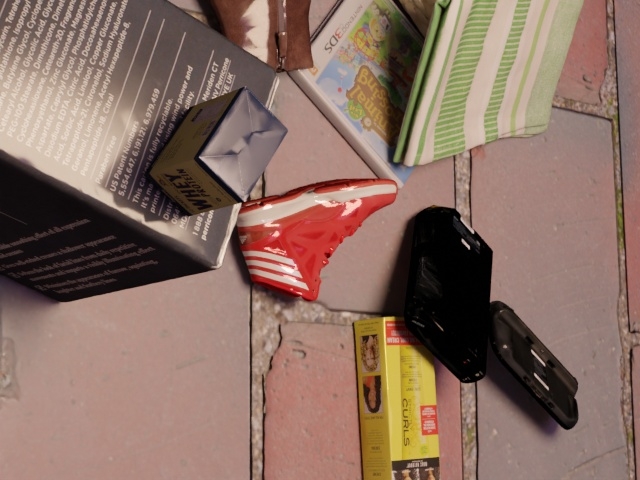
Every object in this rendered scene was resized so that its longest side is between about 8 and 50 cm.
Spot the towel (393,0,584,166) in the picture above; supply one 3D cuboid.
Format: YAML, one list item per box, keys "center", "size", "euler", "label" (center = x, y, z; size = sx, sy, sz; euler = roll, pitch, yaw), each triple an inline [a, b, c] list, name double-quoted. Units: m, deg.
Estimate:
- center: [0.227, -0.226, 1.700]
  size: [0.325, 0.038, 0.247]
  euler: [-17, 129, -46]
  label: "towel"

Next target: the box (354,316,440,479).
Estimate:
- center: [0.095, 0.210, 1.601]
  size: [0.087, 0.058, 0.232]
  euler: [5, 79, -39]
  label: "box"

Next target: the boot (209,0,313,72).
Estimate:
- center: [-0.035, -0.306, 1.577]
  size: [0.248, 0.090, 0.206]
  euler: [-16, 98, -36]
  label: "boot"

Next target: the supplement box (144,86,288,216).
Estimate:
- center: [-0.087, -0.073, 1.105]
  size: [0.056, 0.083, 0.083]
  euler: [45, 57, -25]
  label: "supplement box"

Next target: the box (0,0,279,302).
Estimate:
- center: [-0.294, -0.125, 1.191]
  size: [0.395, 0.293, 0.212]
  euler: [29, 65, -33]
  label: "box"

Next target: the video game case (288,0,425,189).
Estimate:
- center: [0.075, -0.203, 1.678]
  size: [0.212, 0.023, 0.193]
  euler: [47, 57, -23]
  label: "video game case"

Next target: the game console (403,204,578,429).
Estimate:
- center: [0.229, 0.126, 1.698]
  size: [0.361, 0.044, 0.213]
  euler: [45, 37, -29]
  label: "game console"

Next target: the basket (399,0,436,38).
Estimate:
- center: [0.152, -0.353, 1.703]
  size: [0.167, 0.113, 0.103]
  euler: [54, 51, -17]
  label: "basket"

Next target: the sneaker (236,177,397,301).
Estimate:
- center: [0.000, 0.000, 1.559]
  size: [0.221, 0.087, 0.128]
  euler: [-13, 99, -28]
  label: "sneaker"
